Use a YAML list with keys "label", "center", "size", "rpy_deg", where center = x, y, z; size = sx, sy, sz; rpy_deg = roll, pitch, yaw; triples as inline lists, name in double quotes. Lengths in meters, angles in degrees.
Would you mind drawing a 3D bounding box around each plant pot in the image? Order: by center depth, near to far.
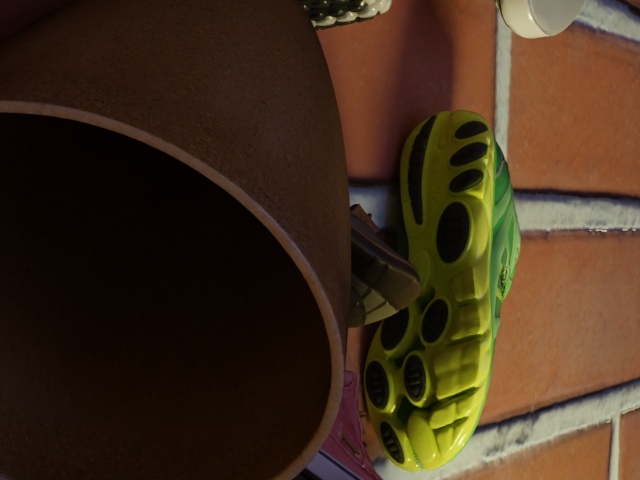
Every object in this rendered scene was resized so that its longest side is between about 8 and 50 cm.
- label: "plant pot"
  center: [-0.082, -0.035, 0.666]
  size: [0.254, 0.237, 0.237]
  rpy_deg: [-73, 149, -50]

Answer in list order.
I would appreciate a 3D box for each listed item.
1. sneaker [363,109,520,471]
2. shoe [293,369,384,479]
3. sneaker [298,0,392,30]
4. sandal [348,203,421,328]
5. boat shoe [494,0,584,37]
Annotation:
- label: "sneaker"
  center: [0.116, 0.044, 1.075]
  size: [0.123, 0.109, 0.295]
  rpy_deg: [27, 69, -52]
- label: "shoe"
  center: [0.015, 0.144, 0.959]
  size: [0.178, 0.064, 0.081]
  rpy_deg: [44, 61, -46]
- label: "sneaker"
  center: [-0.044, -0.204, 0.807]
  size: [0.292, 0.110, 0.118]
  rpy_deg: [16, 70, -58]
- label: "sandal"
  center: [0.000, 0.000, 0.929]
  size: [0.219, 0.090, 0.060]
  rpy_deg: [36, 40, -46]
- label: "boat shoe"
  center: [0.176, -0.295, 1.153]
  size: [0.113, 0.105, 0.306]
  rpy_deg: [45, 49, -46]
